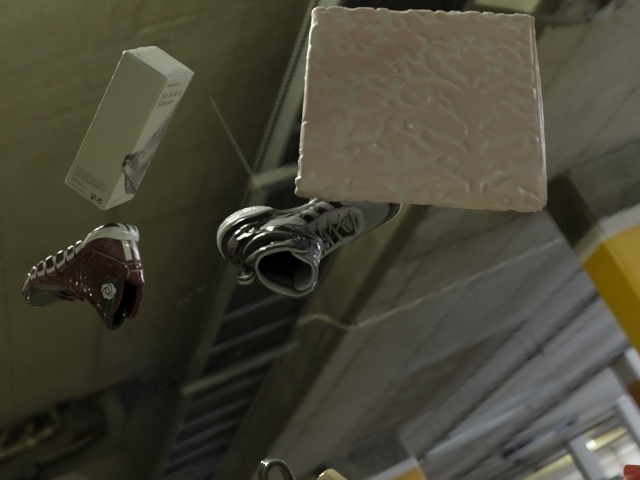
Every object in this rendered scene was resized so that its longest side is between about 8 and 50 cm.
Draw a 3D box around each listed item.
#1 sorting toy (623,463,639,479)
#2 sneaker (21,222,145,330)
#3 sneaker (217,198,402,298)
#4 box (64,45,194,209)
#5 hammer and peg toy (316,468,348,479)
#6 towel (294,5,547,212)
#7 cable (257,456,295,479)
[{"bbox_3d":[0.406,0.356,1.005,0.126,0.366,0.127,-27,-42,17],"label":"sorting toy"},{"bbox_3d":[-0.409,0.096,1.870,0.281,0.163,0.106,-32,-20,32],"label":"sneaker"},{"bbox_3d":[0.000,0.000,1.464,0.268,0.153,0.101,-16,-58,-7],"label":"sneaker"},{"bbox_3d":[-0.333,-0.196,1.870,0.275,0.094,0.113,-59,-9,24],"label":"box"},{"bbox_3d":[-0.087,0.578,1.988,0.266,0.127,0.361,-5,-58,-45],"label":"hammer and peg toy"},{"bbox_3d":[0.139,-0.185,1.483,0.331,0.317,0.053,3,-29,1],"label":"towel"},{"bbox_3d":[-0.033,0.557,2.178,0.139,0.287,0.072,-25,24,-28],"label":"cable"}]
